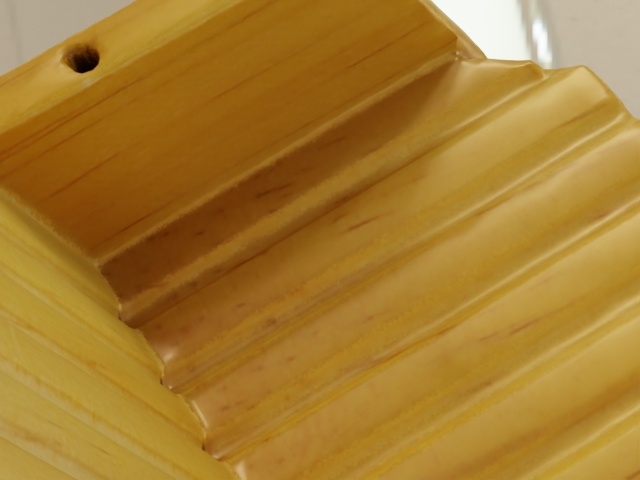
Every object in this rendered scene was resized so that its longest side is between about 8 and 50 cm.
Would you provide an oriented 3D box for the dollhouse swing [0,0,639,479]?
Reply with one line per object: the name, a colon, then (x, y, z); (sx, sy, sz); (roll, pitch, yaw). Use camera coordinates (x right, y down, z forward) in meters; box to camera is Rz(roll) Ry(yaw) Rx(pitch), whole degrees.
dollhouse swing: (0.000, 0.000, 0.495); (0.347, 0.315, 0.305); (52, -11, 37)
